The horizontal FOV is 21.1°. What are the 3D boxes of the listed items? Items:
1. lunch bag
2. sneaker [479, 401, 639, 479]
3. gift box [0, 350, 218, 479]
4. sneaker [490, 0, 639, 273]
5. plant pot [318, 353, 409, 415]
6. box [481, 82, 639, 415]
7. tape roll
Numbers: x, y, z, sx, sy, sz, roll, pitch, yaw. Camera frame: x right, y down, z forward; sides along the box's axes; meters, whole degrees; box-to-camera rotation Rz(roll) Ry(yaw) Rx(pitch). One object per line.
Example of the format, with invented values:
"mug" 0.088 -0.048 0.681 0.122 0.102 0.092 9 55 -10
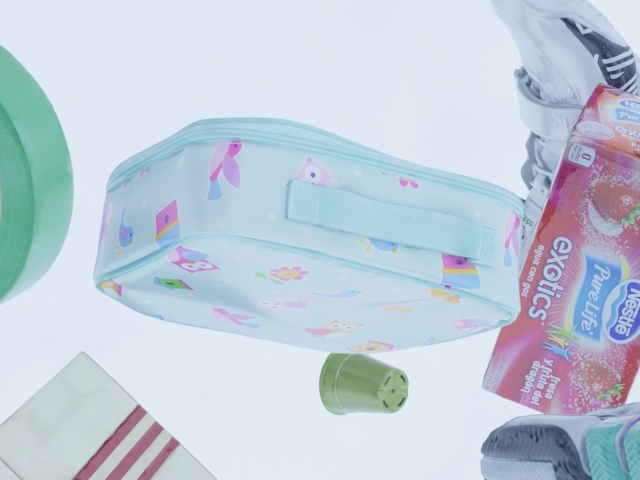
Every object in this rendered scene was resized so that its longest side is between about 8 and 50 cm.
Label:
"lunch bag" 0.000 0.000 1.212 0.279 0.224 0.107 13 69 -27
"sneaker" 0.149 0.072 0.523 0.098 0.083 0.224 -14 8 -32
"gift box" -0.261 0.275 1.603 0.255 0.276 0.258 40 37 3
"sneaker" 0.217 -0.078 1.570 0.366 0.210 0.137 48 6 -28
"plant pot" 0.054 0.162 1.922 0.083 0.083 0.079 -16 18 -42
"box" 0.237 0.017 1.436 0.123 0.256 0.128 21 30 9
"tape roll" -0.416 -0.072 1.832 0.321 0.321 0.077 36 28 12
